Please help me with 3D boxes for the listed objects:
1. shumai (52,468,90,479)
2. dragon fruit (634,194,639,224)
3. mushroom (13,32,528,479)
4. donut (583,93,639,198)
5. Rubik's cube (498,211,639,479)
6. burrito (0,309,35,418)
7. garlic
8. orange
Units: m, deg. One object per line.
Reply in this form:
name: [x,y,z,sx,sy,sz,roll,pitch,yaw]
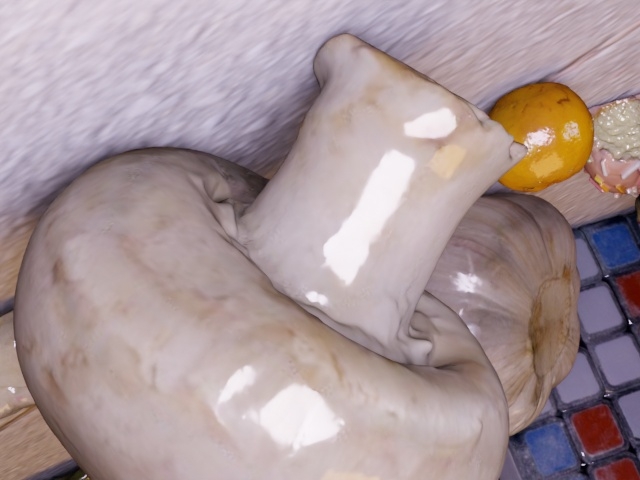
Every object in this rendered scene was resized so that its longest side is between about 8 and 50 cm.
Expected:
shumai: [-0.190,0.372,1.649,0.304,0.263,0.309,-1,153,-48]
dragon fruit: [0.490,-0.038,1.333,0.371,0.249,0.386,-27,162,31]
mushroom: [-0.011,0.032,0.840,0.290,0.297,0.297,-58,153,15]
donut: [0.270,-0.078,1.189,0.166,0.065,0.117,-18,162,-13]
Rubik's cube: [0.246,0.170,1.547,0.292,0.293,0.287,-15,162,-22]
burrito: [-0.173,0.065,1.042,0.275,0.082,0.059,-21,-166,1]
garlic: [0.096,0.059,1.241,0.212,0.218,0.218,8,-176,35]
orange: [0.151,-0.071,1.041,0.083,0.070,0.083,-21,168,-4]
